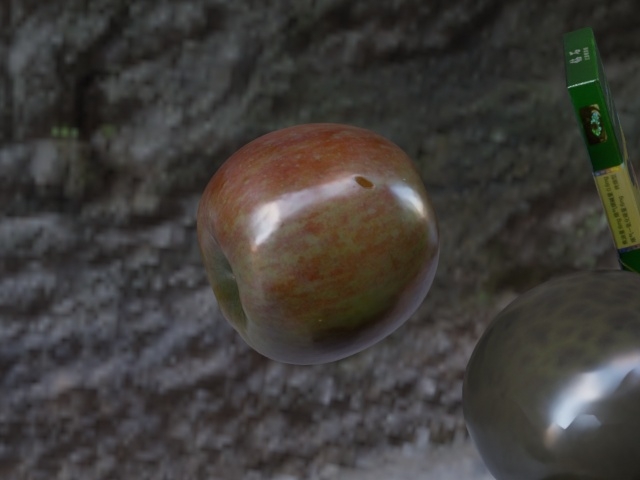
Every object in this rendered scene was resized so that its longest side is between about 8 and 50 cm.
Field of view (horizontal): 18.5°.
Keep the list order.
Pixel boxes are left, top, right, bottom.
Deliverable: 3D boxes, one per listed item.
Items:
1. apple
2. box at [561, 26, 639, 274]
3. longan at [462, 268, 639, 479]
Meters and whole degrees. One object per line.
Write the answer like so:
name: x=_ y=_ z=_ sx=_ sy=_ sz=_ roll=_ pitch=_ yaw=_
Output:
apple: x=0.000 y=0.000 z=1.545 sx=0.174 sy=0.188 sz=0.188 roll=-20 pitch=46 yaw=-14
box: x=0.267 y=-0.065 z=1.802 sx=0.034 sy=0.235 sz=0.132 roll=-15 pitch=25 yaw=12
longan: x=0.201 y=0.115 z=1.422 sx=0.198 sy=0.198 sz=0.212 roll=5 pitch=28 yaw=-6
